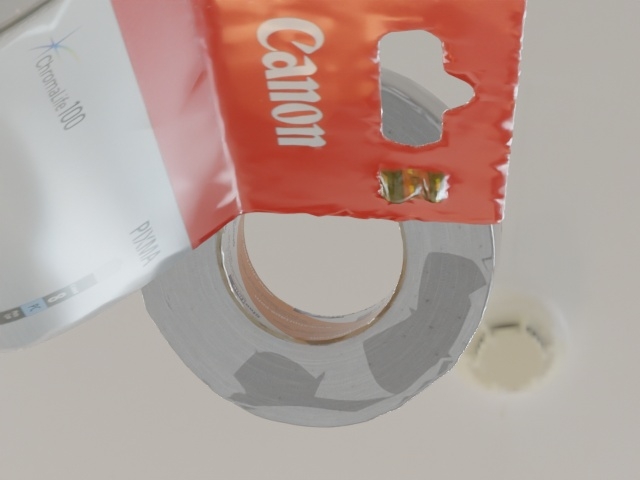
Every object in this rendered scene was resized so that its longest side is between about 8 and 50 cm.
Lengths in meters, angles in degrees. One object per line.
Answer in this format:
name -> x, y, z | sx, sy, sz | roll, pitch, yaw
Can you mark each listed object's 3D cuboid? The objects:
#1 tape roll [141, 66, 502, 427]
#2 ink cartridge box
tape roll -> 0.000, 0.000, 1.148 | 0.219, 0.072, 0.219 | 2, -80, 9
ink cartridge box -> -0.109, -0.030, 0.808 | 0.385, 0.091, 0.308 | 1, -20, 3
